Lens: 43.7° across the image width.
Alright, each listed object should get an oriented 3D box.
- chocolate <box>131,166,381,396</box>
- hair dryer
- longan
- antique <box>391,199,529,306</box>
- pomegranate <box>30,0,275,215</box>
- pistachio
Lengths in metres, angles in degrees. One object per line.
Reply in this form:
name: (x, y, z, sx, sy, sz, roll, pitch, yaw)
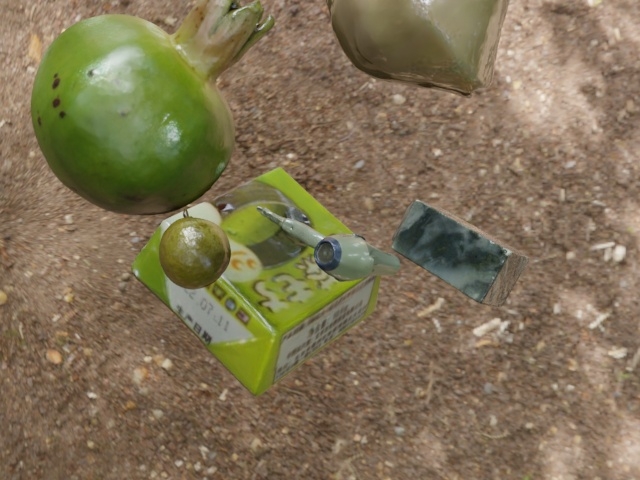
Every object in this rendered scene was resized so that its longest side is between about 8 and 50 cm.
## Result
chocolate: (-0.084, 0.045, 1.250, 0.289, 0.137, 0.301, 43, 47, 17)
hair dryer: (0.019, 0.007, 1.119, 0.167, 0.199, 0.067, 18, 98, -40)
longan: (-0.123, 0.005, 0.768, 0.075, 0.075, 0.083, -11, 69, -23)
antique: (0.197, 0.015, 1.170, 0.088, 0.183, 0.086, 14, 106, -55)
pomegranate: (-0.178, -0.166, 0.902, 0.302, 0.236, 0.236, -38, 106, 10)
pistachio: (0.072, -0.175, 0.561, 0.126, 0.223, 0.152, -27, 111, 20)
